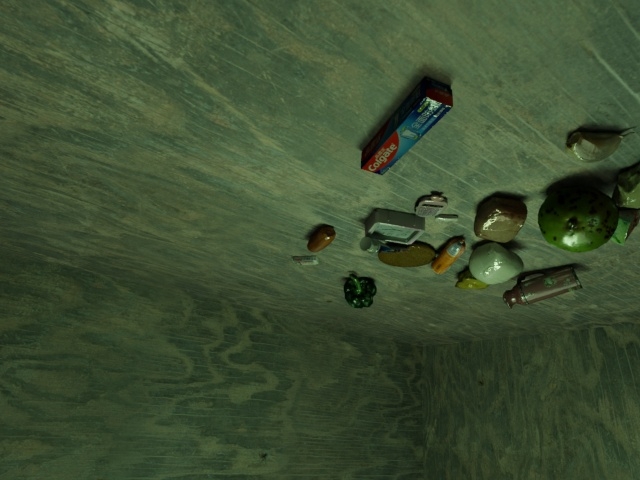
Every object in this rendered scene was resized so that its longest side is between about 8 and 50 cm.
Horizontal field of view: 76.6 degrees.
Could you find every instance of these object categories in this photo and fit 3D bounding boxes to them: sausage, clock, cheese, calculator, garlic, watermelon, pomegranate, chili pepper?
[{"bbox_3d":[0.548,0.060,1.715,0.071,0.071,0.234,8,147,-8],"label":"sausage"},{"bbox_3d":[0.000,0.000,1.708,0.076,0.076,0.197,14,157,-19],"label":"sausage"},{"bbox_3d":[0.282,-0.051,1.547,0.197,0.063,0.150,9,157,-9],"label":"clock"},{"bbox_3d":[0.713,0.094,1.682,0.198,0.154,0.189,24,133,-29],"label":"cheese"},{"bbox_3d":[0.386,-0.121,1.417,0.103,0.024,0.166,6,159,-2],"label":"calculator"},{"bbox_3d":[0.701,-0.236,1.034,0.152,0.066,0.084,5,155,5],"label":"garlic"},{"bbox_3d":[0.918,-0.172,1.113,0.175,0.091,0.202,-5,153,24],"label":"cheese"},{"bbox_3d":[1.022,-0.054,1.351,0.158,0.121,0.098,0,135,2],"label":"watermelon"},{"bbox_3d":[0.797,-0.071,1.261,0.211,0.211,0.263,-12,-176,34],"label":"pomegranate"},{"bbox_3d":[0.204,0.276,2.203,0.174,0.165,0.261,8,157,23],"label":"chili pepper"}]

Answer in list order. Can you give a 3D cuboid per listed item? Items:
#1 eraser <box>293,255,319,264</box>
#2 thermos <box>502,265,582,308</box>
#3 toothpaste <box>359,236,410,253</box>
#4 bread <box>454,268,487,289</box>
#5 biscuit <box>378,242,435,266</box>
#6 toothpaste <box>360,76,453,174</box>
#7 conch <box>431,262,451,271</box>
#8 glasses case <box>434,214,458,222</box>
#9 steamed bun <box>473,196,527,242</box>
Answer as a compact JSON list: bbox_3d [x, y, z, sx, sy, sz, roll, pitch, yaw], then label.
[{"bbox_3d":[-0.071,0.099,2.004,0.122,0.029,0.052,-2,156,18],"label":"eraser"},{"bbox_3d":[1.017,0.213,1.896,0.330,0.136,0.109,-26,171,28],"label":"thermos"},{"bbox_3d":[0.257,0.031,1.629,0.096,0.061,0.266,-8,168,40],"label":"toothpaste"},{"bbox_3d":[0.756,0.190,1.990,0.161,0.088,0.233,8,160,4],"label":"bread"},{"bbox_3d":[0.388,0.064,1.824,0.262,0.037,0.262,5,157,2],"label":"biscuit"},{"bbox_3d":[0.207,-0.277,1.039,0.076,0.066,0.320,13,155,-17],"label":"toothpaste"},{"bbox_3d":[0.560,0.116,1.877,0.088,0.065,0.180,4,161,-1],"label":"conch"},{"bbox_3d":[0.466,-0.080,1.496,0.083,0.021,0.032,3,159,5],"label":"glasses case"},{"bbox_3d":[0.606,-0.076,1.386,0.145,0.106,0.175,12,142,-3],"label":"steamed bun"}]
